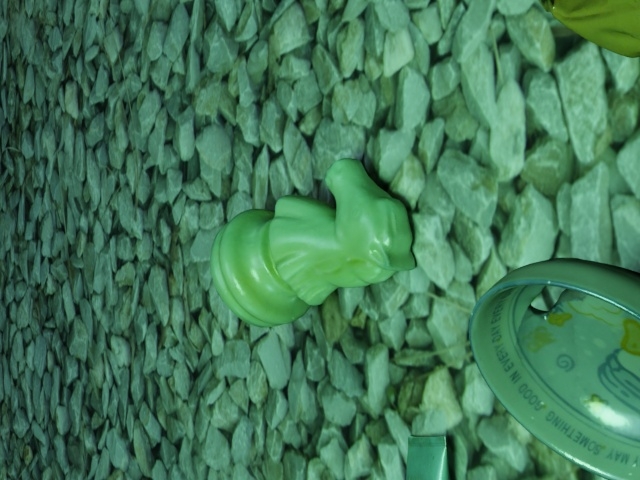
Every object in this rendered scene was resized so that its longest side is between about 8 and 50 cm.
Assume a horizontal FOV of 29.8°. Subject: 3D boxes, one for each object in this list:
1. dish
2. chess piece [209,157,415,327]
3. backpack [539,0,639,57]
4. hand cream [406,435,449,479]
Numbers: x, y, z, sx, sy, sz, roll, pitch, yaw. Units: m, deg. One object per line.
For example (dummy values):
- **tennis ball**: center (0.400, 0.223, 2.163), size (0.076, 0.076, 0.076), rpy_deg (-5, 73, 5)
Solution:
- **dish**: center (0.291, 0.101, 1.156), size (0.273, 0.134, 0.273), rpy_deg (28, 146, 21)
- **chess piece**: center (0.000, 0.000, 1.621), size (0.298, 0.175, 0.176), rpy_deg (-25, 70, 41)
- **backpack**: center (0.331, -0.344, 1.015), size (0.353, 0.201, 0.378), rpy_deg (17, 107, 57)
- **hand cream**: center (0.135, 0.397, 1.478), size (0.111, 0.070, 0.312), rpy_deg (151, 117, -69)
